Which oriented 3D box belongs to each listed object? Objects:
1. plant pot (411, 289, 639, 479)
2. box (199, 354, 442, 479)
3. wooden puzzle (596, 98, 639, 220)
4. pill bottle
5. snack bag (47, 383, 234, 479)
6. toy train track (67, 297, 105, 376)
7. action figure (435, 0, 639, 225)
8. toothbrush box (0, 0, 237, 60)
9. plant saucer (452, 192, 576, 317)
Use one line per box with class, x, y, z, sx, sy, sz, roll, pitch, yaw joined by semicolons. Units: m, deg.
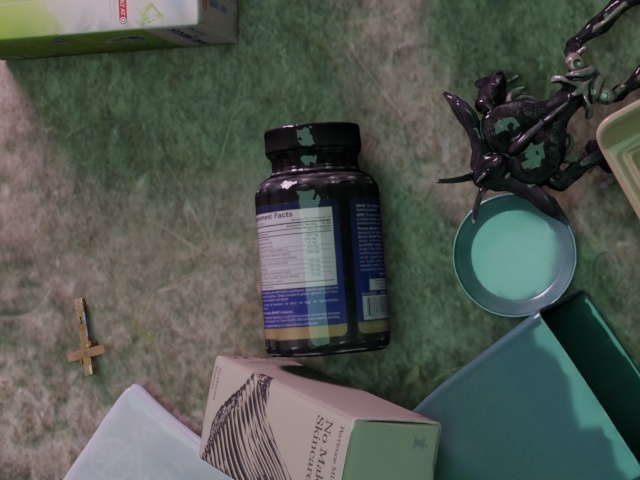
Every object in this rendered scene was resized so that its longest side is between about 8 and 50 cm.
plant pot;0.173;0.183;1.196;0.234;0.165;0.165;-37;79;23
box;-0.009;0.185;1.198;0.275;0.094;0.113;11;92;61
wooden puzzle;0.382;-0.044;1.105;0.221;0.044;0.239;-28;86;7
pill bottle;0.000;0.000;1.265;0.122;0.123;0.219;-5;87;17
snack bag;-0.169;0.362;1.355;0.323;0.037;0.343;35;97;14
toy train track;-0.249;0.103;1.396;0.048;0.014;0.083;-15;79;23
action figure;0.221;-0.117;1.196;0.275;0.141;0.164;-41;80;-4
toothbrush box;-0.236;-0.302;1.343;0.283;0.122;0.206;-1;89;15
plant saucer;0.188;0.014;1.261;0.119;0.021;0.119;-1;88;17
